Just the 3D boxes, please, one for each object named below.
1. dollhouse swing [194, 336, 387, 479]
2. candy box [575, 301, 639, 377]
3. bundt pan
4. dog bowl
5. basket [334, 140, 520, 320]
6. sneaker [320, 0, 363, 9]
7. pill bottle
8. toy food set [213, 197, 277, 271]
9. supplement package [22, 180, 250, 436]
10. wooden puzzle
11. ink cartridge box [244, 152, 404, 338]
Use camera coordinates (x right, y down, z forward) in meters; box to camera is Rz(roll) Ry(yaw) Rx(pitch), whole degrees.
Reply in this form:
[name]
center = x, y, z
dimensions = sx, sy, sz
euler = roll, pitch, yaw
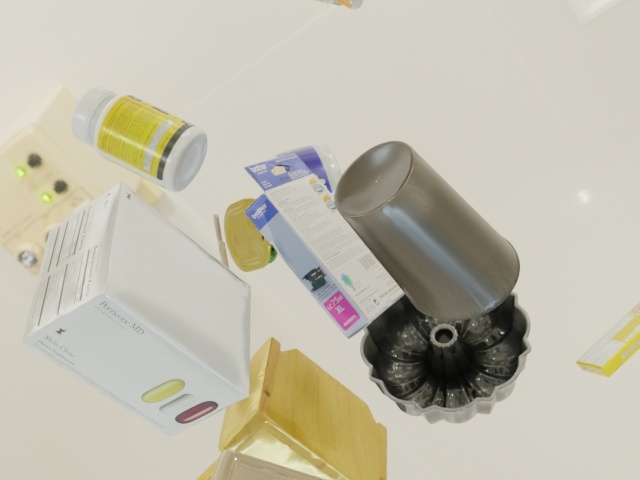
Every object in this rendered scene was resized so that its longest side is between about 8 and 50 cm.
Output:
[dollhouse swing]
center = -0.089, 0.460, 1.924
dimensions = 0.305, 0.347, 0.315
euler = -40, 22, 26
[candy box]
center = 0.546, 0.158, 1.639
dimensions = 0.206, 0.027, 0.105
euler = -41, 3, -7
[bundt pan]
center = 0.249, 0.217, 1.831
dimensions = 0.330, 0.124, 0.331
euler = -9, 49, 10
[dog bowl]
center = -0.014, -0.060, 1.905
dimensions = 0.104, 0.265, 0.265
euler = -14, 21, -10
[basket]
center = 0.135, -0.016, 1.281
dimensions = 0.204, 0.227, 0.154
euler = 18, 69, 51
[sneaker]
center = -0.011, -0.278, 0.926
dimensions = 0.215, 0.083, 0.084
euler = 2, -72, -75
[pill bottle]
center = -0.306, -0.175, 1.584
dimensions = 0.119, 0.208, 0.119
euler = -59, -13, -22
[toy food set]
center = -0.116, -0.012, 1.694
dimensions = 0.071, 0.128, 0.218
euler = -13, 0, -29
[supplement package]
center = -0.228, 0.095, 1.238
dimensions = 0.145, 0.262, 0.204
euler = -31, 38, 23
[wooden puzzle]
center = -0.093, 0.497, 1.612
dimensions = 0.044, 0.238, 0.221
euler = 89, -163, -65
[ink cartridge box]
center = 0.000, 0.000, 1.529
dimensions = 0.065, 0.311, 0.186
euler = -41, -6, 28
